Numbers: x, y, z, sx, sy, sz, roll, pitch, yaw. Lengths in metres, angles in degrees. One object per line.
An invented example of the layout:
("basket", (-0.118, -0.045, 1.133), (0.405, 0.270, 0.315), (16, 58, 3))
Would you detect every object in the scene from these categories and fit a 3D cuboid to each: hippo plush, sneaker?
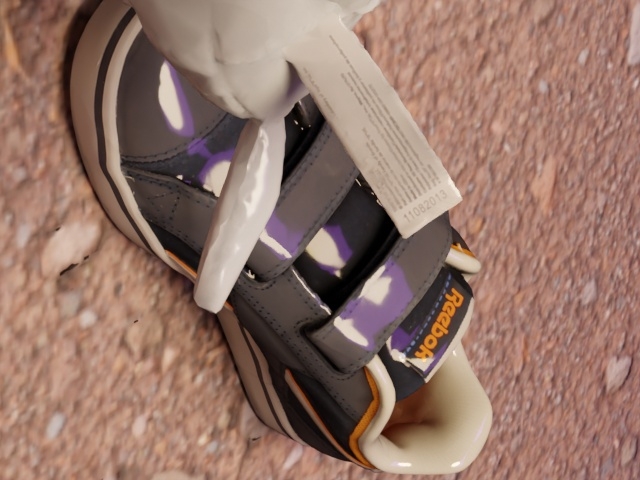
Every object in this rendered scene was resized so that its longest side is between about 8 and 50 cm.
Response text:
("hippo plush", (0.017, -0.177, 0.771), (0.294, 0.234, 0.236), (60, 36, -11))
("sneaker", (0.000, 0.000, 0.936), (0.126, 0.127, 0.321), (-55, 141, -22))
